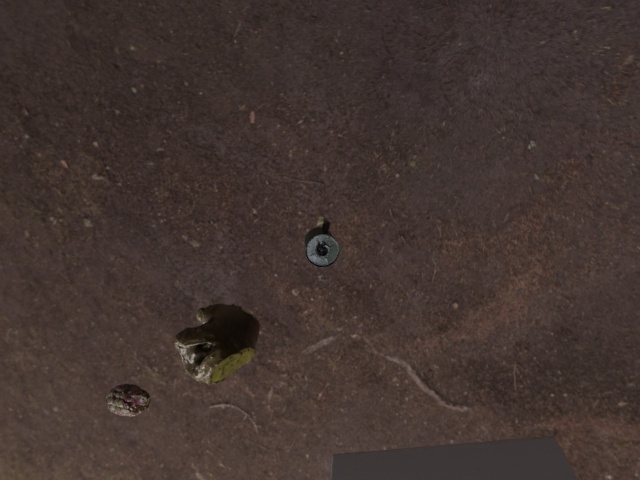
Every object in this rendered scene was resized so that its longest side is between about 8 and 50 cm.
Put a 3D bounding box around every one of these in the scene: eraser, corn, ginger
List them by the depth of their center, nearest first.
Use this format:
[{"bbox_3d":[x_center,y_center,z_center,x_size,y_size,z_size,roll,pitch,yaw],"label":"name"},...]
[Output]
[{"bbox_3d":[0.166,0.325,0.564,0.299,0.078,0.076,-8,111,8],"label":"eraser"},{"bbox_3d":[-0.280,0.264,1.172,0.130,0.276,0.221,-51,61,23],"label":"ginger"},{"bbox_3d":[-0.546,0.459,1.233,0.281,0.092,0.092,-22,107,52],"label":"corn"}]

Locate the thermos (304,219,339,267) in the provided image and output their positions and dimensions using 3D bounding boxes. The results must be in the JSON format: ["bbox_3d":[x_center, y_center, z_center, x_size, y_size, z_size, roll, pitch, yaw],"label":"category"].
[{"bbox_3d":[-0.003,0.004,0.997,0.073,0.187,0.083,-16,99,-1],"label":"thermos"}]
